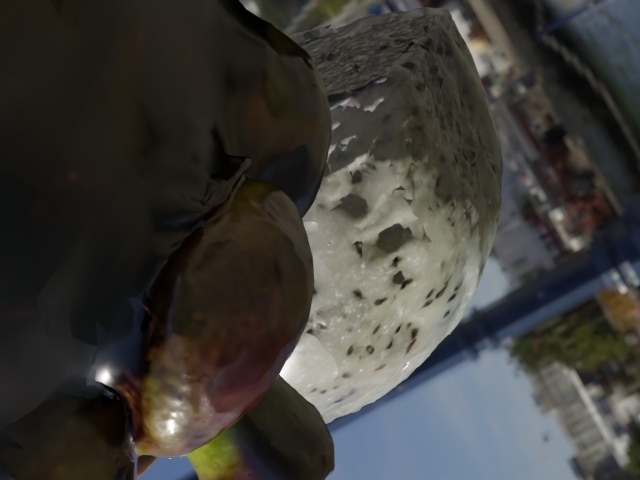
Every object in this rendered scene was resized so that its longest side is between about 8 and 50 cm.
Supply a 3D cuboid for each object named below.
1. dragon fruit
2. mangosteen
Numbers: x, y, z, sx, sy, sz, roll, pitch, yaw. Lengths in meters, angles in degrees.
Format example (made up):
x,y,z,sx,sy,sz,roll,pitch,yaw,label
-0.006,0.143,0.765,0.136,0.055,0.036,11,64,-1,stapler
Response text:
x,y,z,sx,sy,sz,roll,pitch,yaw,label
0.000,0.000,0.920,0.204,0.221,0.283,67,-151,-16,dragon fruit
-0.126,-0.010,0.512,0.287,0.233,0.288,31,-129,-47,mangosteen
